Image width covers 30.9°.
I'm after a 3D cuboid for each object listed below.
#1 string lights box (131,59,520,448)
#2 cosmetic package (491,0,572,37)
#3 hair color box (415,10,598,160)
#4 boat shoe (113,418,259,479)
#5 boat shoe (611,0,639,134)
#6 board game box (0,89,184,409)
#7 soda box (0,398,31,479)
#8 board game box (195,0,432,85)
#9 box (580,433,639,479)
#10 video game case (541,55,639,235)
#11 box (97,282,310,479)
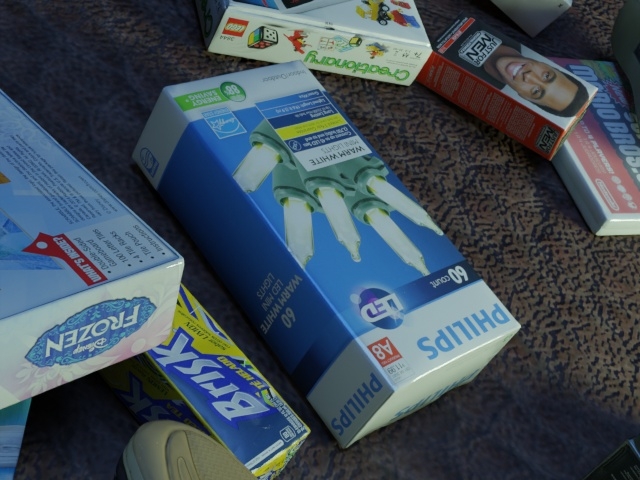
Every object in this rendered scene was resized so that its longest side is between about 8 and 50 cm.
[{"bbox_3d":[0.000,0.000,0.797,0.133,0.076,0.259,-20,64,-42],"label":"string lights box"},{"bbox_3d":[0.148,-0.314,1.140,0.239,0.060,0.099,39,40,-15],"label":"cosmetic package"},{"bbox_3d":[0.163,-0.138,1.017,0.141,0.043,0.072,33,53,12],"label":"hair color box"},{"bbox_3d":[-0.030,0.223,0.567,0.285,0.092,0.103,54,23,17],"label":"boat shoe"},{"bbox_3d":[0.341,-0.147,1.085,0.081,0.079,0.227,11,44,-16],"label":"boat shoe"},{"bbox_3d":[-0.292,-0.011,0.593,0.318,0.066,0.319,-20,48,-40],"label":"board game box"},{"bbox_3d":[-0.195,0.164,0.546,0.071,0.067,0.210,16,46,-16],"label":"soda box"},{"bbox_3d":[-0.030,-0.275,1.044,0.193,0.053,0.305,6,49,-26],"label":"board game box"},{"bbox_3d":[0.281,0.206,0.771,0.147,0.077,0.180,-12,58,-37],"label":"box"},{"bbox_3d":[0.326,-0.092,1.105,0.285,0.025,0.204,-1,52,-31],"label":"video game case"},{"bbox_3d":[-0.087,0.078,0.690,0.169,0.059,0.054,47,47,15],"label":"box"}]
